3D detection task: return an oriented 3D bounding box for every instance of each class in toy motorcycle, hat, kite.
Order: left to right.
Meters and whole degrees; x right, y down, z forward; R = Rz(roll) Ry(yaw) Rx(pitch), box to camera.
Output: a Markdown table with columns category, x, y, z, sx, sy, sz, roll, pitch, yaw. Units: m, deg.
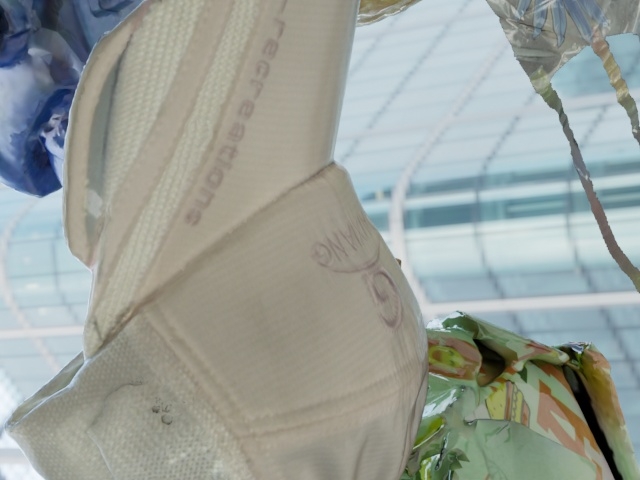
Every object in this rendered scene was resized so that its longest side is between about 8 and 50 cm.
| category | x | y | z | sx | sy | sz | roll | pitch | yaw |
| --- | --- | --- | --- | --- | --- | --- | --- | --- | --- |
| toy motorcycle | -0.209 | -0.169 | 1.247 | 0.182 | 0.241 | 0.319 | -21 | -71 | -24 |
| hat | 0.000 | 0.000 | 0.637 | 0.164 | 0.226 | 0.219 | 35 | -159 | 7 |
| kite | 0.154 | -0.119 | 1.055 | 0.169 | 0.015 | 0.310 | -25 | -81 | -37 |

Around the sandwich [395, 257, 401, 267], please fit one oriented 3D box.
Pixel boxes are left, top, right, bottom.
| category | x | y | z | sx | sy | sz | roll | pitch | yaw |
| --- | --- | --- | --- | --- | --- | --- | --- | --- | --- |
| sandwich | -0.052 | 0.076 | 1.378 | 0.108 | 0.220 | 0.186 | -74 | -11 | -58 |

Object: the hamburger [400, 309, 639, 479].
| category | x | y | z | sx | sy | sz | roll | pitch | yaw |
| --- | --- | --- | --- | --- | --- | --- | --- | --- | --- |
| hamburger | 0.079 | 0.143 | 0.857 | 0.235 | 0.125 | 0.214 | -24 | -95 | -53 |

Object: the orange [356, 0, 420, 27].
| category | x | y | z | sx | sy | sz | roll | pitch | yaw |
| --- | --- | --- | --- | --- | --- | --- | --- | --- | --- |
| orange | 0.025 | -0.330 | 1.445 | 0.329 | 0.249 | 0.329 | 12 | -90 | -72 |
